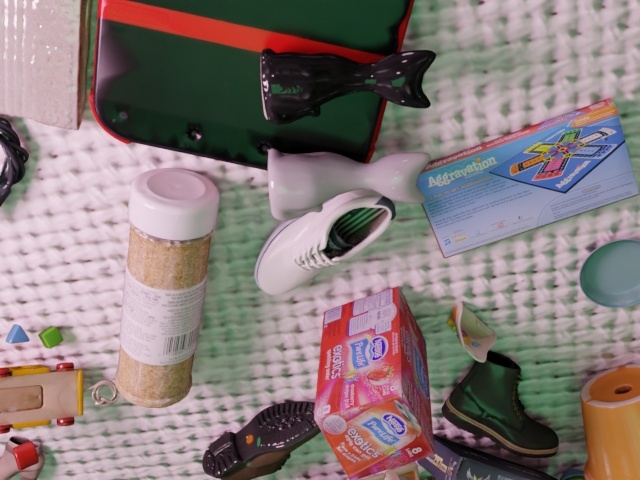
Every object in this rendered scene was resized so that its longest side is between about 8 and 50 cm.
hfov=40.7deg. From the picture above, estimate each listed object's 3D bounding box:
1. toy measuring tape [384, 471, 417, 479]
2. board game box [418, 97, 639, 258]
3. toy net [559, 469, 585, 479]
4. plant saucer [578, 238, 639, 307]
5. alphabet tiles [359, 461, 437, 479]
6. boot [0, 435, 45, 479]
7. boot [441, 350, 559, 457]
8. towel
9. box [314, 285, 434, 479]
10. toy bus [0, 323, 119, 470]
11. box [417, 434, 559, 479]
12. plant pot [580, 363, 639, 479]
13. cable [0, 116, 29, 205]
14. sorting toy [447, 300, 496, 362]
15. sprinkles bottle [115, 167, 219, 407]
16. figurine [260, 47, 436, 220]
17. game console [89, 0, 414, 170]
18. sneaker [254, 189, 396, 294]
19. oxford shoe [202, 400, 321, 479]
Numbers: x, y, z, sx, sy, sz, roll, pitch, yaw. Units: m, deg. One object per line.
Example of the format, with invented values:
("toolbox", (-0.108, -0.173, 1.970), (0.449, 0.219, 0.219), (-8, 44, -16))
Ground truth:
("toy measuring tape", (0.214, 0.459, 1.426), (0.330, 0.121, 0.121), (22, 121, -33))
("board game box", (0.278, -0.080, 1.182), (0.281, 0.027, 0.145), (-19, 119, 14))
("toy net", (0.516, 0.432, 1.464), (0.232, 0.045, 0.122), (-3, 120, 5))
("plant saucer", (0.434, 0.044, 1.251), (0.119, 0.021, 0.119), (2, 121, 2))
("alphabet tiles", (0.083, 0.526, 1.505), (0.342, 0.011, 0.285), (-17, 119, -7))
("boot", (-0.536, 0.377, 1.492), (0.118, 0.042, 0.087), (9, 114, -4))
("boot", (0.309, 0.256, 1.358), (0.198, 0.077, 0.137), (20, 115, -10))
("towel", (-0.387, -0.283, 1.085), (0.187, 0.049, 0.282), (12, 122, -2))
("box", (0.078, 0.195, 1.222), (0.128, 0.257, 0.123), (-21, 116, 14))
("toy bus", (-0.461, 0.242, 1.366), (0.202, 0.191, 0.104), (50, 154, -22))
("box", (0.289, 0.382, 1.369), (0.232, 0.183, 0.059), (20, 86, -9))
("plant pot", (0.487, 0.299, 1.314), (0.205, 0.205, 0.188), (-20, 102, 14))
("cable", (-0.492, -0.113, 1.197), (0.150, 0.047, 0.184), (37, 118, -12))
("sorting toy", (0.224, 0.146, 1.292), (0.083, 0.075, 0.045), (41, 114, -19))
("sprinkles bottle", (-0.226, 0.076, 1.246), (0.121, 0.121, 0.355), (11, 121, -3))
("figurine", (0.037, -0.133, 1.070), (0.209, 0.092, 0.215), (-3, 118, -1))
("game console", (-0.092, -0.253, 1.089), (0.386, 0.060, 0.342), (11, 117, -4))
("sneaker", (0.000, 0.000, 1.206), (0.094, 0.091, 0.258), (40, 115, -19))
("oxford shoe", (-0.078, 0.335, 1.429), (0.227, 0.083, 0.096), (-28, 135, 18))
